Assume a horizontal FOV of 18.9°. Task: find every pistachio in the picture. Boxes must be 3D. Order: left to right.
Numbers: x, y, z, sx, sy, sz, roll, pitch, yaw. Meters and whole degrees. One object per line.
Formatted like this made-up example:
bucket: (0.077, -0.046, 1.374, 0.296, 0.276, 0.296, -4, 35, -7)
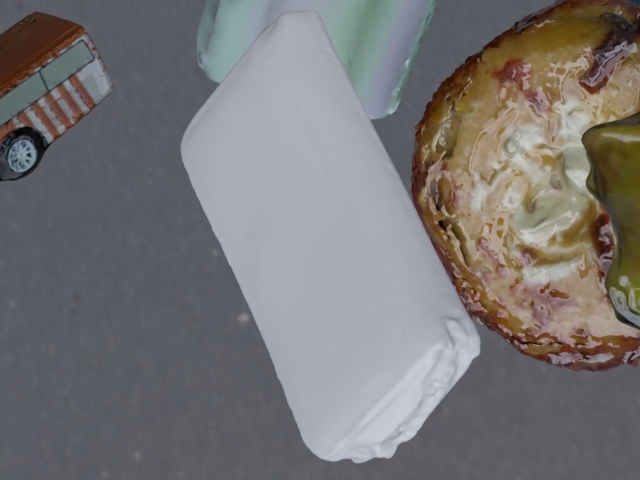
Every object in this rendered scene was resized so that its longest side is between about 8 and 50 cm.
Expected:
pistachio: (0.131, 0.002, 0.603, 0.090, 0.049, 0.173, -9, 140, 35)

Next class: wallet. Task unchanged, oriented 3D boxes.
wallet: (0.000, 0.000, 0.775, 0.033, 0.190, 0.095, 5, 139, -40)

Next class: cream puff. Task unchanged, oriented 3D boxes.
cream puff: (0.180, -0.040, 1.230, 0.240, 0.164, 0.240, 1, 92, 22)

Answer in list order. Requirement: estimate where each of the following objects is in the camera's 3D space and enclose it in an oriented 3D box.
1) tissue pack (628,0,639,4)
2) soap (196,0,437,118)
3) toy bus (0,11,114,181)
tissue pack: (0.332, -0.144, 1.446, 0.287, 0.206, 0.198, -30, 117, -49)
soap: (0.043, -0.310, 1.193, 0.156, 0.261, 0.446, 15, 145, -2)
toy bus: (-0.353, -0.051, 1.628, 0.409, 0.093, 0.092, -41, 130, -27)
